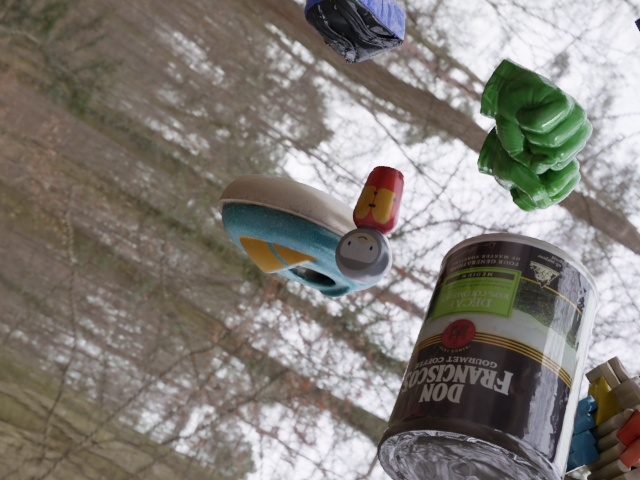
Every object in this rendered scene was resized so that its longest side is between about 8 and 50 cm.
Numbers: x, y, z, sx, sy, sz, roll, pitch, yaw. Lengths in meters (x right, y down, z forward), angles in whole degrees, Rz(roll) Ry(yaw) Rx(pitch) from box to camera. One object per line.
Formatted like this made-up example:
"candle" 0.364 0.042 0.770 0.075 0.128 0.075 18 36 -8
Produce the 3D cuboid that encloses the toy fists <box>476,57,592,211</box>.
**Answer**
"toy fists" 0.297 -0.132 1.229 0.142 0.279 0.096 33 -108 22

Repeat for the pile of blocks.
"pile of blocks" 0.391 0.307 1.192 0.112 0.149 0.362 120 -14 -56

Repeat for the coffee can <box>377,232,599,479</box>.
"coffee can" 0.201 0.158 1.014 0.202 0.201 0.275 -20 -145 43

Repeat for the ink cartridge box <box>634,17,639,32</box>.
"ink cartridge box" 0.401 -0.173 0.617 0.311 0.065 0.185 -27 -113 25

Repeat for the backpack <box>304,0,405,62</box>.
"backpack" 0.037 -0.298 1.113 0.098 0.120 0.101 -19 -122 36

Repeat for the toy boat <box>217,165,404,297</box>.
"toy boat" 0.000 0.000 1.170 0.318 0.268 0.148 -18 -129 59
